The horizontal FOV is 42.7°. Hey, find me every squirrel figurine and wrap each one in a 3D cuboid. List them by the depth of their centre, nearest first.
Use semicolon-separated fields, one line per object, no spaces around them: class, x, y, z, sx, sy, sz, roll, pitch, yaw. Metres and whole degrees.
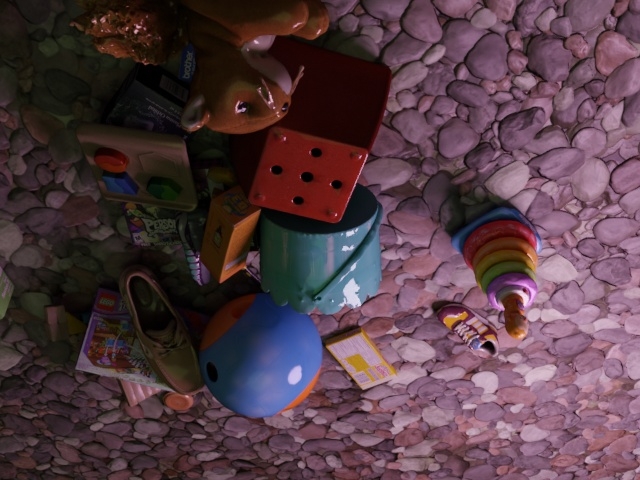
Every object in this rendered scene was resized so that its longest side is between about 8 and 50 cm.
squirrel figurine;-0.185;-0.369;1.328;0.396;0.281;0.371;12;115;10

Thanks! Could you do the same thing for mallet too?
mallet;-0.173;0.056;1.892;0.062;0.039;0.189;-28;130;27

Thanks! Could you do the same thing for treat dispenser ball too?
treat dispenser ball;-0.138;0.265;1.905;0.288;0.288;0.288;0;132;0

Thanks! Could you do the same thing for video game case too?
video game case;-0.311;-0.078;1.765;0.232;0.042;0.210;-3;132;2

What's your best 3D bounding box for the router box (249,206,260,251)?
router box;-0.143;-0.050;1.736;0.038;0.122;0.092;3;132;7

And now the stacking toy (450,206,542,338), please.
stacking toy;0.397;0.088;1.738;0.165;0.302;0.175;-34;123;27

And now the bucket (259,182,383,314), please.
bucket;0.000;0.000;1.687;0.281;0.281;0.183;0;123;0

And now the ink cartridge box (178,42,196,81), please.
ink cartridge box;-0.198;-0.382;1.494;0.097;0.046;0.207;10;131;-8

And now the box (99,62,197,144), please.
box;-0.324;-0.242;1.588;0.156;0.093;0.158;30;126;-24

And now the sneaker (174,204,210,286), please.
sneaker;-0.245;0.014;1.771;0.098;0.083;0.224;-13;138;-4

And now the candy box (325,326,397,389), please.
candy box;0.107;0.307;2.115;0.105;0.027;0.206;-24;127;17

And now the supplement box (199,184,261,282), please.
supplement box;-0.184;-0.010;1.642;0.078;0.080;0.233;48;152;15

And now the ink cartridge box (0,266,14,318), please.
ink cartridge box;-0.856;0.067;1.846;0.198;0.115;0.273;-11;131;9

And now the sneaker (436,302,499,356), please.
sneaker;0.365;0.220;2.000;0.185;0.084;0.069;25;127;-21

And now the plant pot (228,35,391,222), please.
plant pot;-0.026;-0.189;1.539;0.267;0.236;0.267;13;130;-11

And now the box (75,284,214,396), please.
box;-0.416;0.242;1.967;0.293;0.057;0.201;17;90;-14

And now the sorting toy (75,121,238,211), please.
sorting toy;-0.307;-0.126;1.595;0.307;0.041;0.229;9;149;4

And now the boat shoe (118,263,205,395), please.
boat shoe;-0.367;0.218;1.888;0.121;0.110;0.341;-30;101;-10

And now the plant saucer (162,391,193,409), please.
plant saucer;-0.391;0.439;2.242;0.083;0.013;0.084;0;132;1

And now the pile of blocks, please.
pile of blocks;-0.541;0.261;2.044;0.362;0.149;0.112;47;160;-23
